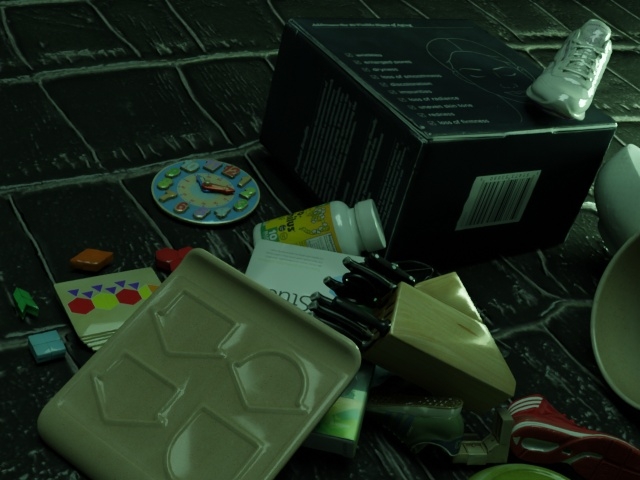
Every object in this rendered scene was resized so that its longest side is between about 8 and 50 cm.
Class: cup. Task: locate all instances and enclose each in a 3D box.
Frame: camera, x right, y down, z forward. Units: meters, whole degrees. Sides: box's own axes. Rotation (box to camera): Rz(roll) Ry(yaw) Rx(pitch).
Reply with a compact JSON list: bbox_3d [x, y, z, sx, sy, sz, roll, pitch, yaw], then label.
[{"bbox_3d":[0.648,0.145,1.675,0.237,0.331,0.331,20,26,-35],"label":"cup"}]

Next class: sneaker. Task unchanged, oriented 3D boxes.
[{"bbox_3d":[0.384,0.288,1.548,0.221,0.087,0.128,20,25,-9],"label":"sneaker"},{"bbox_3d":[0.458,-0.318,1.861,0.114,0.152,0.305,24,34,9],"label":"sneaker"},{"bbox_3d":[0.126,0.272,1.502,0.192,0.086,0.064,-2,10,38],"label":"sneaker"}]

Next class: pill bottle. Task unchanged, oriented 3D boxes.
[{"bbox_3d":[0.000,0.000,1.739,0.208,0.118,0.118,-16,34,10],"label":"pill bottle"}]

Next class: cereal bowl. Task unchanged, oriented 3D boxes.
[{"bbox_3d":[0.628,-0.011,1.936,0.339,0.141,0.339,40,27,-25],"label":"cereal bowl"}]

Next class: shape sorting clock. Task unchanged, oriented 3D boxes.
[{"bbox_3d":[-0.217,-0.096,1.944,0.206,0.040,0.206,8,34,-6],"label":"shape sorting clock"}]

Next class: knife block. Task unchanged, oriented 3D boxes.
[{"bbox_3d":[0.119,0.145,1.468,0.242,0.088,0.276,-16,71,-36],"label":"knife block"}]

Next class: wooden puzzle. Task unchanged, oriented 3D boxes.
[{"bbox_3d":[-0.162,0.217,1.407,0.322,0.080,0.348,30,68,24],"label":"wooden puzzle"}]

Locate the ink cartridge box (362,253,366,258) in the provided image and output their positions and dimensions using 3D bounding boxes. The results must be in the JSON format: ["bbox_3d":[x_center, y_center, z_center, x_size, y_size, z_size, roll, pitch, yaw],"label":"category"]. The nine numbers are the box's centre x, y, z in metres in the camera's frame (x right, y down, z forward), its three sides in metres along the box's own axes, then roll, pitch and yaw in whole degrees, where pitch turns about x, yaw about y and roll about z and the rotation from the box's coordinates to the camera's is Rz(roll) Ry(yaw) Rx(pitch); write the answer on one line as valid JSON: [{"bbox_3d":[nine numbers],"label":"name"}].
[{"bbox_3d":[0.100,0.053,1.841,0.048,0.028,0.083,-5,38,-27],"label":"ink cartridge box"}]

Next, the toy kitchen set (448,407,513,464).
[{"bbox_3d":[0.229,0.279,1.505,0.083,0.075,0.068,1,21,-10],"label":"toy kitchen set"}]

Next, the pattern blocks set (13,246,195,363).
[{"bbox_3d":[-0.319,0.105,1.639,0.324,0.026,0.285,-4,38,-22],"label":"pattern blocks set"}]

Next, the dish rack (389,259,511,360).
[{"bbox_3d":[0.174,0.124,1.675,0.208,0.074,0.271,-6,28,-42],"label":"dish rack"}]

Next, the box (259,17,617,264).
[{"bbox_3d":[0.214,-0.210,1.998,0.479,0.297,0.472,-7,40,-33],"label":"box"}]

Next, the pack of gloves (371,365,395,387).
[{"bbox_3d":[0.045,0.164,1.623,0.232,0.046,0.195,-14,32,-35],"label":"pack of gloves"}]

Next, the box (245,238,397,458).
[{"bbox_3d":[-0.027,0.152,1.535,0.232,0.058,0.322,10,53,9],"label":"box"}]

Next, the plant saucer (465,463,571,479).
[{"bbox_3d":[0.301,0.392,1.414,0.240,0.037,0.241,8,35,-6],"label":"plant saucer"}]
